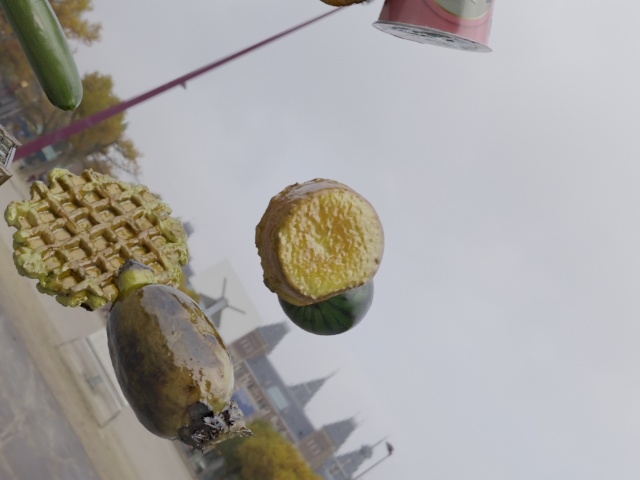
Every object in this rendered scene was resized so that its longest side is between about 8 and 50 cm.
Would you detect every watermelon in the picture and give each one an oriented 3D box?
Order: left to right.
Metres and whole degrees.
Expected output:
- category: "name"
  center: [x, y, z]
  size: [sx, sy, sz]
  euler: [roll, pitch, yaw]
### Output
- category: "watermelon"
  center: [0.011, 0.111, 1.669]
  size: [0.242, 0.242, 0.242]
  euler: [52, -18, 25]

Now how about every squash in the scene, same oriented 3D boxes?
- category: "squash"
  center: [-0.412, -0.303, 1.019]
  size: [0.066, 0.066, 0.252]
  euler: [41, -26, 48]

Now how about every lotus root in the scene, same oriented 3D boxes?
- category: "lotus root"
  center: [-0.216, 0.164, 0.971]
  size: [0.314, 0.141, 0.169]
  euler: [56, -42, 17]

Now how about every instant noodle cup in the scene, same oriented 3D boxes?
- category: "instant noodle cup"
  center: [0.234, -0.490, 1.271]
  size: [0.244, 0.243, 0.255]
  euler: [32, -69, 58]

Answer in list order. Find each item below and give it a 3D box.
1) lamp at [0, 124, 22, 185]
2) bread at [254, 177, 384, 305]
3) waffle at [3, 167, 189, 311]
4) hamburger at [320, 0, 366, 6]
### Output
- category: "lamp"
  center: [-0.638, -0.160, 1.318]
  size: [0.089, 0.090, 0.325]
  euler: [49, -4, -27]
- category: "bread"
  center: [0.000, 0.000, 1.345]
  size: [0.269, 0.268, 0.145]
  euler: [65, -19, -15]
- category: "waffle"
  center: [-0.397, -0.001, 1.247]
  size: [0.068, 0.324, 0.302]
  euler: [119, -23, -46]
- category: "hamburger"
  center: [0.039, -0.512, 1.219]
  size: [0.118, 0.190, 0.182]
  euler: [-88, 180, -48]
